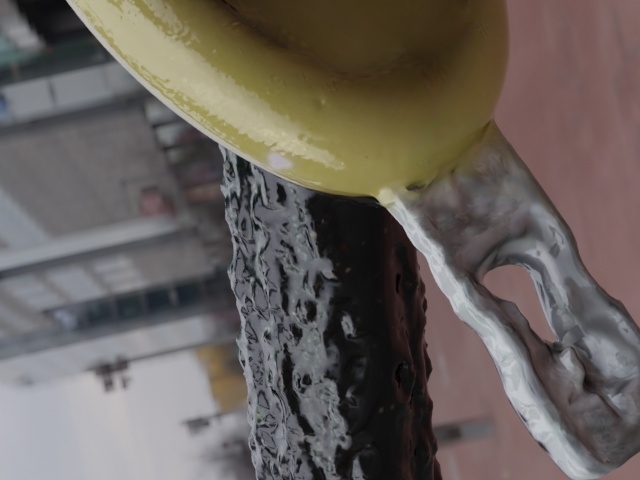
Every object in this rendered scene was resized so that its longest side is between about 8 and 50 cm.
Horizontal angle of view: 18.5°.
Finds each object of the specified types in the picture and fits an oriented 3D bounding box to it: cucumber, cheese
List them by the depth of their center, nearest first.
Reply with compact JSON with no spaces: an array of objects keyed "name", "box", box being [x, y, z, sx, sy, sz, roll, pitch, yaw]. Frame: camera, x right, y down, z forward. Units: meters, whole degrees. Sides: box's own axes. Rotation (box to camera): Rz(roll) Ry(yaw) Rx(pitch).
[{"name":"cheese","box":[0.011,-0.028,0.360,0.162,0.086,0.036,57,148,1]},{"name":"cucumber","box":[0.000,0.001,0.669,0.072,0.072,0.300,-106,10,-67]}]
